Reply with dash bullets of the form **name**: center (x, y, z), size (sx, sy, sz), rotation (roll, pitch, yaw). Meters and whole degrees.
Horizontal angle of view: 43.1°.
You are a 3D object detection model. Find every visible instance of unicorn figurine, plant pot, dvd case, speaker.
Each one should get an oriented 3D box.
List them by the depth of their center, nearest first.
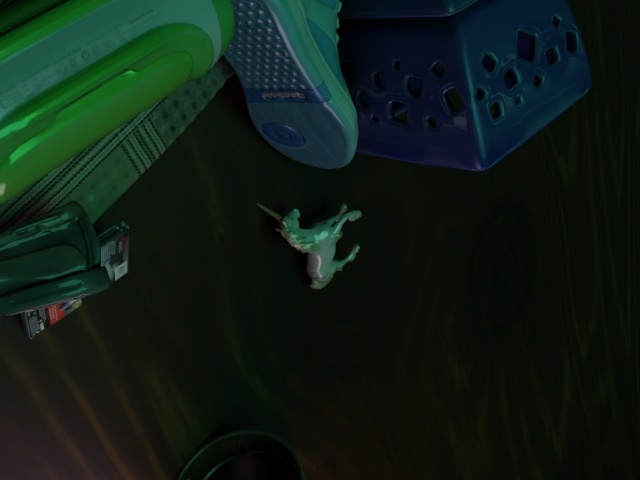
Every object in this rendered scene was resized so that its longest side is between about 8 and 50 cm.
- **speaker**: center (-0.206, -0.125, 0.622), size (0.296, 0.131, 0.131), rotation (-42, 131, -31)
- **dvd case**: center (-0.235, 0.038, 0.780), size (0.119, 0.013, 0.087), rotation (-37, 162, -30)
- **plant pot**: center (0.148, -0.235, 0.953), size (0.236, 0.236, 0.212), rotation (-36, 123, -31)
- **plant pot**: center (-0.078, 0.345, 1.000), size (0.167, 0.167, 0.165), rotation (-48, 142, -22)
- **unicorn figurine**: center (0.000, 0.000, 1.009), size (0.111, 0.060, 0.162), rotation (-38, 129, -31)

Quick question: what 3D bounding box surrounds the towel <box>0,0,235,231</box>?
- **towel**: center (-0.242, -0.169, 0.706), size (0.324, 0.056, 0.312), rotation (-51, 138, -23)

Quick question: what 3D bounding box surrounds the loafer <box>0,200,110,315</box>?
- **loafer**: center (-0.312, 0.032, 0.657), size (0.267, 0.096, 0.084), rotation (-13, 92, -22)

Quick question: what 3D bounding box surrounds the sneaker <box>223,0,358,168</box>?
- **sneaker**: center (-0.008, -0.233, 0.865), size (0.319, 0.127, 0.208), rotation (64, 41, -56)
